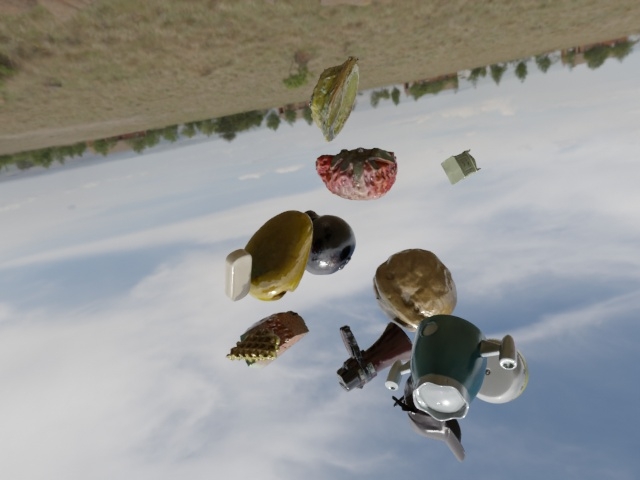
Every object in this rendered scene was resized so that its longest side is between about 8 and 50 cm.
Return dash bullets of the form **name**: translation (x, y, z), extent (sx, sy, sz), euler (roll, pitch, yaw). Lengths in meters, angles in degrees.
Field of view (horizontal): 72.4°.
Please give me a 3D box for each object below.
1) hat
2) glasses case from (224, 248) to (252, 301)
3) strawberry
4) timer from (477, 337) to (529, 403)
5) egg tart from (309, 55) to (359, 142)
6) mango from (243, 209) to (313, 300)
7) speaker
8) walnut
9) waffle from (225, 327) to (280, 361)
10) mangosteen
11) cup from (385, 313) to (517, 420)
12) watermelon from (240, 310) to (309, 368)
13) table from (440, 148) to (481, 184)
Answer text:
- **hat**: translation (0.364, 0.619, 1.538), extent (0.209, 0.336, 0.238), euler (-20, 177, 10)
- **glasses case**: translation (-0.270, 0.115, 1.432), extent (0.050, 0.196, 0.083), euler (36, -137, 29)
- **strawberry**: translation (0.118, -0.193, 1.431), extent (0.265, 0.149, 0.336), euler (-3, 176, -1)
- **timer**: translation (0.757, 0.547, 1.861), extent (0.285, 0.285, 0.285), euler (-11, -164, 3)
- **egg tart**: translation (0.044, -0.500, 1.547), extent (0.120, 0.315, 0.315), euler (22, -157, 8)
- **mango**: translation (-0.156, 0.051, 1.615), extent (0.253, 0.365, 0.182), euler (30, 180, 21)
- **speaker**: translation (0.215, 0.464, 1.810), extent (0.329, 0.259, 0.198), euler (-23, -144, -21)
- **walnut**: translation (0.416, 0.219, 1.934), extent (0.383, 0.384, 0.383), euler (-11, -164, 3)
- **waffle**: translation (-0.217, 0.354, 1.407), extent (0.192, 0.046, 0.161), euler (-26, -155, 5)
- **mangosteen**: translation (0.015, 0.000, 1.998), extent (0.296, 0.314, 0.297), euler (-17, 160, -7)
- **cup**: translation (0.264, 0.274, 0.919), extent (0.299, 0.167, 0.173), euler (-26, -161, 36)
- **watermelon**: translation (-0.175, 0.362, 1.699), extent (0.256, 0.193, 0.140), euler (-25, 152, 12)
- **table**: translation (0.435, -0.228, 1.349), extent (0.083, 0.079, 0.062), euler (-24, 174, -27)
